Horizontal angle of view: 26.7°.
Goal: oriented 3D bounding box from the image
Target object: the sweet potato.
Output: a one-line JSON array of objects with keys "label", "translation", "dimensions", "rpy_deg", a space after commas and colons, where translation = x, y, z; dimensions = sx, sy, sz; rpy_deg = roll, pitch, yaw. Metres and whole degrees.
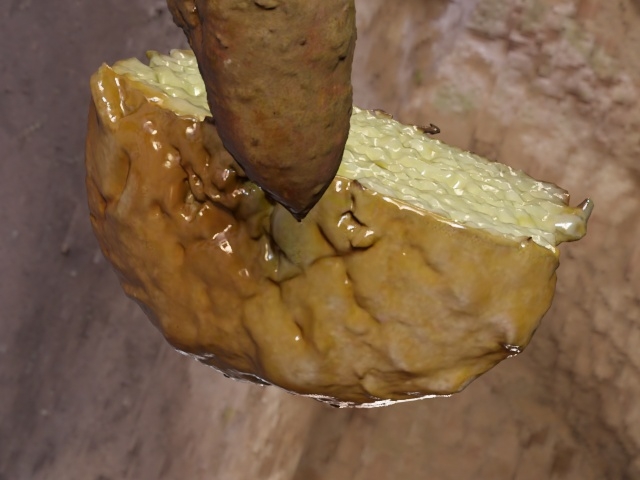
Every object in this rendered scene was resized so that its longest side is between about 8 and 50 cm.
[{"label": "sweet potato", "translation": [-0.020, -0.094, 0.438], "dimensions": [0.060, 0.068, 0.206], "rpy_deg": [-50, 147, -53]}]

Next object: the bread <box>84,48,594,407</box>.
[{"label": "bread", "translation": [0.000, 0.000, 0.645], "dimensions": [0.143, 0.229, 0.140], "rpy_deg": [-44, 154, -58]}]
